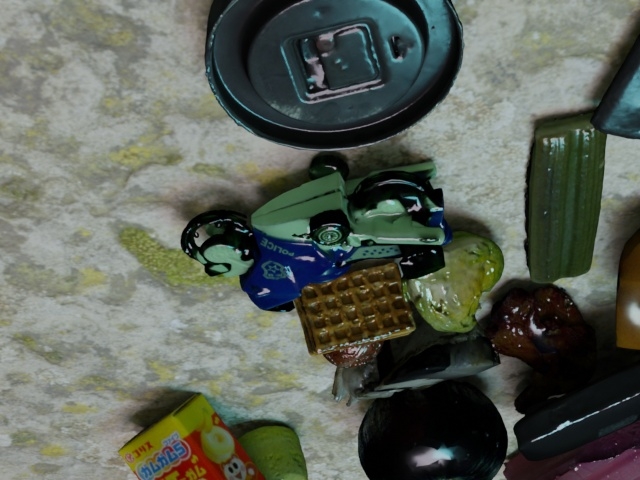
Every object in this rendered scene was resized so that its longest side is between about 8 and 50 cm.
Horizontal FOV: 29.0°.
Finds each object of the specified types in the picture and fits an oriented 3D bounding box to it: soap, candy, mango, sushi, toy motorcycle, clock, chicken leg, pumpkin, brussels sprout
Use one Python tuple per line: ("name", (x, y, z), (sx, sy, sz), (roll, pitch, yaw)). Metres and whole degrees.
("soap", (0.468, 0.371, 2.075), (0.182, 0.112, 0.289), (21, 134, -31))
("candy", (-0.168, 0.386, 1.898), (0.146, 0.088, 0.276), (-35, 91, 33))
("mango", (0.484, 0.044, 1.648), (0.166, 0.136, 0.236), (4, 129, 17))
("sushi", (0.117, 0.161, 1.783), (0.134, 0.109, 0.273), (3, 160, -35))
("toy motorcycle", (0.000, 0.000, 1.545), (0.331, 0.125, 0.196), (-13, 143, 13))
("clock", (0.014, -0.209, 1.328), (0.281, 0.055, 0.280), (-4, 141, -3))
("chicken leg", (0.321, 0.171, 1.841), (0.177, 0.083, 0.322), (-16, 140, 25))
("pumpkin", (0.175, 0.312, 1.920), (0.233, 0.163, 0.233), (-4, 144, -3))
("brussels sprout", (0.172, 0.044, 1.633), (0.139, 0.100, 0.181), (-48, 134, 8))

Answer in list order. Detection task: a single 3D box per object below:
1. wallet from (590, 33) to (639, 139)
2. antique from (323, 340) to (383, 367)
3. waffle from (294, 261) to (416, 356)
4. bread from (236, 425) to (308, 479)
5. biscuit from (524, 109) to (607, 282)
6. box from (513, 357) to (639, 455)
("wallet", (0.435, -0.226, 1.363), (0.170, 0.044, 0.321), (1, 138, -18))
("antique", (0.041, 0.129, 1.719), (0.104, 0.104, 0.104), (-4, 142, -3))
("waffle", (0.045, 0.093, 1.656), (0.148, 0.102, 0.042), (-13, 160, -12))
("bread", (-0.079, 0.361, 1.983), (0.129, 0.114, 0.111), (12, 132, -42))
("biscuit", (0.314, -0.043, 1.596), (0.099, 0.038, 0.322), (-10, 141, -1))
("box", (0.425, 0.244, 1.843), (0.290, 0.073, 0.289), (-26, 162, 5))
